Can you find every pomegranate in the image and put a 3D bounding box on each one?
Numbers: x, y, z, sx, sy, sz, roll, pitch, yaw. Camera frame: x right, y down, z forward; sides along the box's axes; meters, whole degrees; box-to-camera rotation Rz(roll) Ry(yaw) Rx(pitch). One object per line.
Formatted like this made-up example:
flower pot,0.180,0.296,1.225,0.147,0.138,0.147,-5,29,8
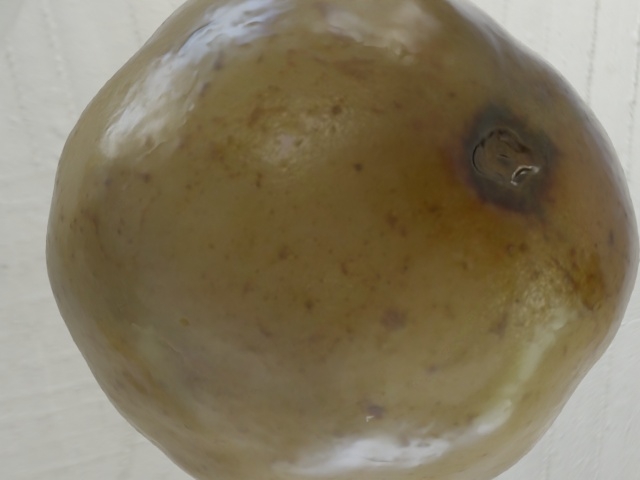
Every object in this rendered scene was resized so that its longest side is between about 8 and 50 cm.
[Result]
pomegranate,0.014,0.001,0.860,0.307,0.307,0.307,0,-92,13
